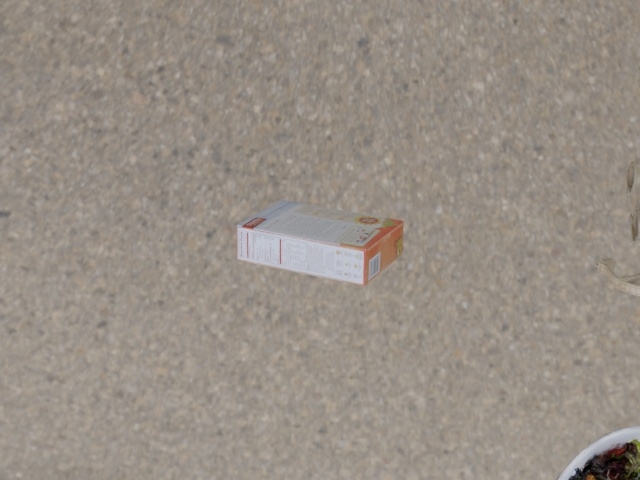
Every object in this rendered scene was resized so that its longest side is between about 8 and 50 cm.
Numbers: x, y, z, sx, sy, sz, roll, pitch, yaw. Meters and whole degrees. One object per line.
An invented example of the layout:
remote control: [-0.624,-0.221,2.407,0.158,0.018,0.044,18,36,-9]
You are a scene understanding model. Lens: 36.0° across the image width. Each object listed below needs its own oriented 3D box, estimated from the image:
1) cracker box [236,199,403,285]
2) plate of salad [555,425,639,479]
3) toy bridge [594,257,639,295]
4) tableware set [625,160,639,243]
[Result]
cracker box: [0.000,0.000,1.602,0.232,0.156,0.067,12,113,25]
plate of salad: [0.254,0.253,0.820,0.200,0.048,0.199,-6,103,-28]
toy bridge: [0.586,0.078,1.849,0.063,0.188,0.026,-12,114,-29]
tableware set: [0.534,-0.079,1.646,0.020,0.141,0.168,3,165,6]
